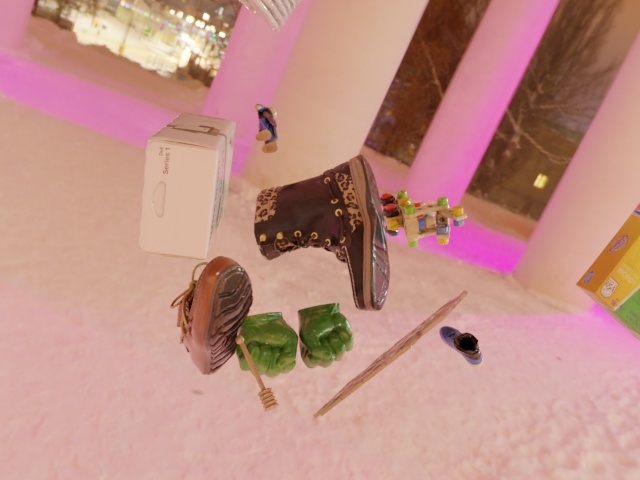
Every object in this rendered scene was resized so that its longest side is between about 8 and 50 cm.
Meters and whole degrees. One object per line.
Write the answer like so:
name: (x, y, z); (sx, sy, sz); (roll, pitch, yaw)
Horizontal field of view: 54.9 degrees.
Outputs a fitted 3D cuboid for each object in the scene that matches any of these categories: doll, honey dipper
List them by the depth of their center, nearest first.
honey dipper: (-0.128, 0.255, 1.202); (0.031, 0.030, 0.160); (5, 51, -54)
doll: (-0.136, -0.293, 1.600); (0.189, 0.046, 0.129); (-94, 161, -53)

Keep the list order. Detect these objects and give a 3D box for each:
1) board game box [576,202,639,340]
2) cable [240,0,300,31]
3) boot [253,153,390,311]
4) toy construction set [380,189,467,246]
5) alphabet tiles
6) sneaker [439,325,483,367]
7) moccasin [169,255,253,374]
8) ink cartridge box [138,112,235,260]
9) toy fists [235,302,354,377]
board game box: (0.762, 0.048, 1.391); (0.242, 0.316, 0.064); (36, 1, -21)
cable: (-0.117, -0.392, 0.786); (0.257, 0.089, 0.257); (44, 8, -41)
boot: (0.000, 0.000, 1.410); (0.285, 0.376, 0.138); (-12, -23, 17)
toy construction set: (0.287, -0.075, 1.788); (0.215, 0.151, 0.327); (-9, 7, 3)
alphabet tiles: (0.134, 0.217, 1.175); (0.011, 0.342, 0.285); (51, 27, 10)
sneaker: (0.359, 0.256, 1.591); (0.152, 0.058, 0.084); (49, -12, 45)
moccasin: (-0.221, 0.135, 1.200); (0.147, 0.139, 0.380); (41, -26, 11)
ink cartridge box: (-0.184, -0.084, 0.881); (0.093, 0.160, 0.219); (8, 20, -5)
toy fists: (-0.054, 0.228, 1.394); (0.280, 0.142, 0.096); (-6, -14, -24)
